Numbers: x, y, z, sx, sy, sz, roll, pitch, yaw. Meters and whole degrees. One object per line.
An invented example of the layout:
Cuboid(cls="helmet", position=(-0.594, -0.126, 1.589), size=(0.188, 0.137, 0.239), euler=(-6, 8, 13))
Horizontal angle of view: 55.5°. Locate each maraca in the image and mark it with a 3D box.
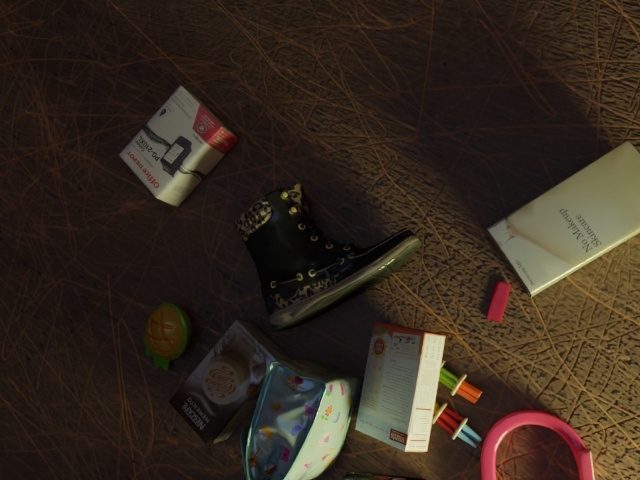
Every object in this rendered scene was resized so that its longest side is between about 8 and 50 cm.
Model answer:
Cuboid(cls="maraca", position=(-0.369, 0.229, 1.446), size=(0.127, 0.099, 0.186), euler=(49, 123, 24))

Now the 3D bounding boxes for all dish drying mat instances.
Cuboid(cls="dish drying mat", position=(0.370, 0.127, 1.267), size=(0.032, 0.008, 0.083), euler=(15, 87, 20))

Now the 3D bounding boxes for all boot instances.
Cuboid(cls="boot", position=(0.000, 0.000, 1.344), size=(0.377, 0.138, 0.284), euler=(-32, 73, 16))

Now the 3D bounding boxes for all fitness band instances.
Cuboid(cls="fitness band", position=(0.418, 0.477, 1.176), size=(0.209, 0.054, 0.291), euler=(-4, 79, 20))

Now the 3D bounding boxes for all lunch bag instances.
Cuboid(cls="lunch bag", position=(-0.044, 0.385, 1.246), size=(0.160, 0.223, 0.262), euler=(18, 89, 25))

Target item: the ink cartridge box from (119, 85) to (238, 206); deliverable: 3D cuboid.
Cuboid(cls="ink cartridge box", position=(-0.351, -0.230, 1.505), size=(0.237, 0.100, 0.172), euler=(-46, 71, 6))

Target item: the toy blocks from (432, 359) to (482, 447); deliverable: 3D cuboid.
Cuboid(cls="toy blocks", position=(0.279, 0.335, 1.239), size=(0.148, 0.054, 0.123), euler=(34, 93, 20))

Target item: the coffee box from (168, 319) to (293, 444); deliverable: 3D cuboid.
Cuboid(cls="coffee box", position=(-0.201, 0.317, 1.372), size=(0.141, 0.098, 0.246), euler=(41, 95, 19))

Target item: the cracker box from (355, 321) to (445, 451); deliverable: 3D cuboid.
Cuboid(cls="cracker box", position=(0.161, 0.292, 1.239), size=(0.155, 0.067, 0.232), euler=(3, 81, 55))

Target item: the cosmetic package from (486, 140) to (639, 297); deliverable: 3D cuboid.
Cuboid(cls="cosmetic package", position=(0.503, -0.036, 1.195), size=(0.309, 0.113, 0.160), euler=(-34, 73, 9))

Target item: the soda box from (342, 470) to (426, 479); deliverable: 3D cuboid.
Cuboid(cls="soda box", position=(0.132, 0.517, 1.254), size=(0.169, 0.060, 0.053), euler=(-2, 82, 17))
